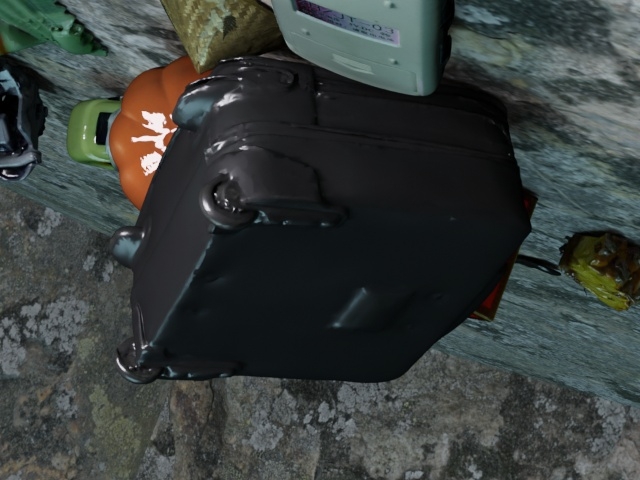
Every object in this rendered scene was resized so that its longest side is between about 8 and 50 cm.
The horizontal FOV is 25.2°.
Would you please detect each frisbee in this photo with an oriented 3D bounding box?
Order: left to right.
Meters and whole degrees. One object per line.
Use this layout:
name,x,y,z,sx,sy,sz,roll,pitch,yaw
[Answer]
frisbee,0.219,0.013,2.015,0.187,0.012,0.211,24,172,-18

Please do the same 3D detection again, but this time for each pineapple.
pineapple,0.330,0.024,1.672,0.116,0.069,0.137,22,165,31

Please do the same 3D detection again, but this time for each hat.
hat,-0.098,-0.181,1.305,0.146,0.067,0.146,20,172,3

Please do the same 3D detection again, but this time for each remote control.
remote control,0.031,-0.175,1.065,0.140,0.056,0.296,21,174,8

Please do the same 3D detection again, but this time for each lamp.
lamp,-0.127,-0.100,1.483,0.188,0.187,0.164,19,-173,9

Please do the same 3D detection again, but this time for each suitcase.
suitcase,0.000,0.000,1.322,0.339,0.188,0.345,7,145,-20

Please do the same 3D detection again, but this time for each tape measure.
tape measure,-0.235,-0.135,1.838,0.175,0.106,0.200,9,179,-23

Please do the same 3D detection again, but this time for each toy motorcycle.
toy motorcycle,-0.442,-0.171,1.932,0.106,0.159,0.270,-4,167,15

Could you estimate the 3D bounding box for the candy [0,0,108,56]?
candy,-0.459,-0.249,1.574,0.398,0.171,0.263,-2,178,10

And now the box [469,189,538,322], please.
box,0.130,0.001,1.655,0.074,0.153,0.240,30,168,-30
